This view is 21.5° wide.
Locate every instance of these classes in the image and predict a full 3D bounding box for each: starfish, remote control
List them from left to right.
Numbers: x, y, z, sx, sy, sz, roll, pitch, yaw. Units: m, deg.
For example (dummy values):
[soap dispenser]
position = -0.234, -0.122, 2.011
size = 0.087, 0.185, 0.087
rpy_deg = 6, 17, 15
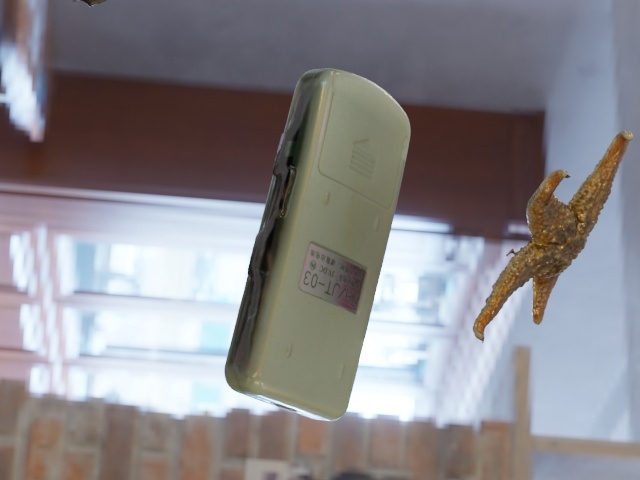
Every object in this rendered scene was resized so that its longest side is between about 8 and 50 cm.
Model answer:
[remote control]
position = 0.000, 0.000, 1.454
size = 0.140, 0.056, 0.296
rpy_deg = 26, 73, -48
[starfish]
position = 0.243, -0.011, 1.775
size = 0.138, 0.050, 0.247
rpy_deg = -6, 124, -53

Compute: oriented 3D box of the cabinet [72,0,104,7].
[cabinet]
position = -0.171, -0.330, 1.117
size = 0.318, 0.227, 0.290
rpy_deg = 14, -54, 55
